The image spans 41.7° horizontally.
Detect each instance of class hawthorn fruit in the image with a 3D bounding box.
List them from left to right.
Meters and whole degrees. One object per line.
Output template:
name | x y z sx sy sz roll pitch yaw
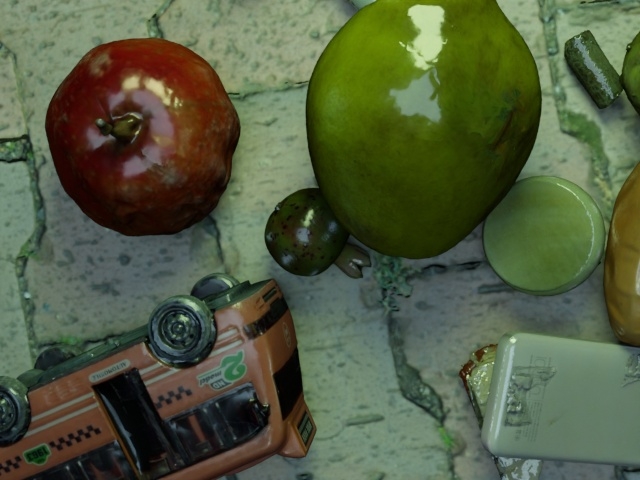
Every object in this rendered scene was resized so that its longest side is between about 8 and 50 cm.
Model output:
hawthorn fruit | -0.211 -0.123 0.980 0.242 0.272 0.242 0 87 0

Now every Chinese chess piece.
Chinese chess piece | 0.265 -0.005 1.002 0.144 0.058 0.144 0 89 29

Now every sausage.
sausage | 0.393 0.004 0.967 0.120 0.136 0.241 11 89 15

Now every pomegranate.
pomegranate | 0.000 0.000 1.039 0.142 0.114 0.114 35 97 -17

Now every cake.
cake | 0.215 0.235 1.019 0.117 0.086 0.220 11 93 7

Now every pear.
pear | 0.113 -0.131 0.930 0.269 0.269 0.321 11 119 8

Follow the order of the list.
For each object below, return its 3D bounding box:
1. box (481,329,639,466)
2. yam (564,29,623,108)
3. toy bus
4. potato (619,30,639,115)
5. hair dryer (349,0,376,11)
box | 0.322 0.187 0.969 0.285 0.044 0.142 9 92 -19
yam | 0.328 -0.206 1.012 0.043 0.043 0.094 -34 88 8
toy bus | -0.223 0.210 1.030 0.427 0.203 0.233 -24 93 9
potato | 0.482 -0.213 0.942 0.298 0.141 0.176 -17 87 -4
hair dryer | 0.033 -0.319 1.032 0.173 0.107 0.357 -37 92 10
